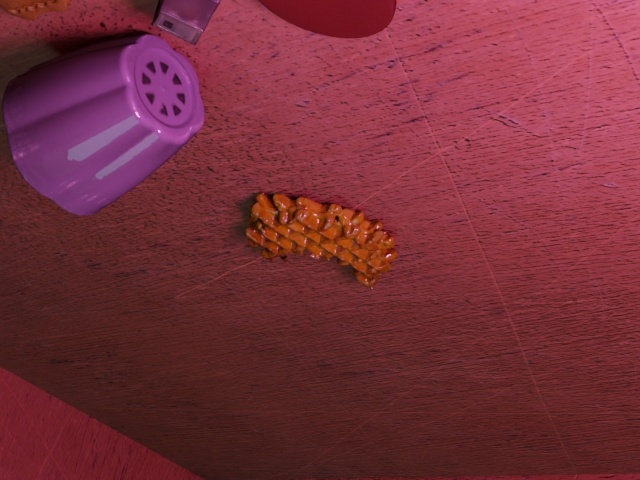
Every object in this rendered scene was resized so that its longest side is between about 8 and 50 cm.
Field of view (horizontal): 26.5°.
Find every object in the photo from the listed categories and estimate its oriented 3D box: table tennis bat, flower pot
[{"bbox_3d":[-0.036,-0.365,1.860,0.310,0.038,0.200,28,152,-24],"label":"table tennis bat"},{"bbox_3d":[-0.326,-0.204,2.152,0.243,0.265,0.265,-23,135,33],"label":"flower pot"}]

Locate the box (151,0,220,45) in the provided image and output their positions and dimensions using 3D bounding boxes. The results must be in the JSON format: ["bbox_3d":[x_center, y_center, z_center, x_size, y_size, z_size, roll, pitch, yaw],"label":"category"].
[{"bbox_3d":[-0.200,-0.335,1.990,0.085,0.063,0.060,23,152,-15],"label":"box"}]

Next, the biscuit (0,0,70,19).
[{"bbox_3d":[-0.490,-0.416,2.033,0.184,0.035,0.249,-4,147,36],"label":"biscuit"}]

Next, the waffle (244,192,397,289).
[{"bbox_3d":[0.000,0.000,2.531,0.293,0.069,0.260,13,155,4],"label":"waffle"}]
